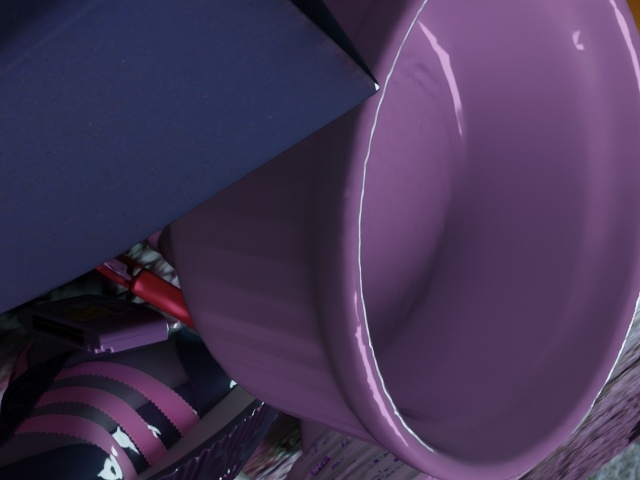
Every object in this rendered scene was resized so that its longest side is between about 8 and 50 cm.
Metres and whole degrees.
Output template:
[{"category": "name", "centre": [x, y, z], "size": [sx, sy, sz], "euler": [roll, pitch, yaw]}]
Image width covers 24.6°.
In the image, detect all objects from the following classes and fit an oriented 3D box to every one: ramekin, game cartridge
[{"category": "ramekin", "centre": [0.050, -0.024, 0.758], "size": [0.277, 0.135, 0.277], "euler": [-12, 105, -49]}, {"category": "game cartridge", "centre": [-0.128, 0.046, 0.842], "size": [0.056, 0.083, 0.017], "euler": [-7, 103, -44]}]

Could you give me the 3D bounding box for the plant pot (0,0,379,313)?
[{"category": "plant pot", "centre": [-0.137, -0.063, 0.490], "size": [0.234, 0.166, 0.165], "euler": [-37, 160, 10]}]

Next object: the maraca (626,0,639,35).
[{"category": "maraca", "centre": [0.154, -0.135, 0.903], "size": [0.185, 0.099, 0.127], "euler": [-9, 173, -33]}]

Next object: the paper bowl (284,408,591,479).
[{"category": "paper bowl", "centre": [0.095, 0.169, 1.351], "size": [0.284, 0.148, 0.284], "euler": [-30, 158, -13]}]

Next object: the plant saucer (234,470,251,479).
[{"category": "plant saucer", "centre": [-0.232, 0.271, 1.081], "size": [0.400, 0.100, 0.400], "euler": [-35, 159, -16]}]

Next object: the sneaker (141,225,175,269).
[{"category": "sneaker", "centre": [0.000, 0.000, 0.901], "size": [0.262, 0.121, 0.099], "euler": [-12, 147, -51]}]

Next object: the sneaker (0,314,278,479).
[{"category": "sneaker", "centre": [-0.151, 0.121, 0.821], "size": [0.112, 0.131, 0.319], "euler": [-60, 162, 22]}]

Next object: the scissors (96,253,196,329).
[{"category": "scissors", "centre": [-0.103, 0.015, 0.786], "size": [0.021, 0.109, 0.297], "euler": [-57, 158, -5]}]
